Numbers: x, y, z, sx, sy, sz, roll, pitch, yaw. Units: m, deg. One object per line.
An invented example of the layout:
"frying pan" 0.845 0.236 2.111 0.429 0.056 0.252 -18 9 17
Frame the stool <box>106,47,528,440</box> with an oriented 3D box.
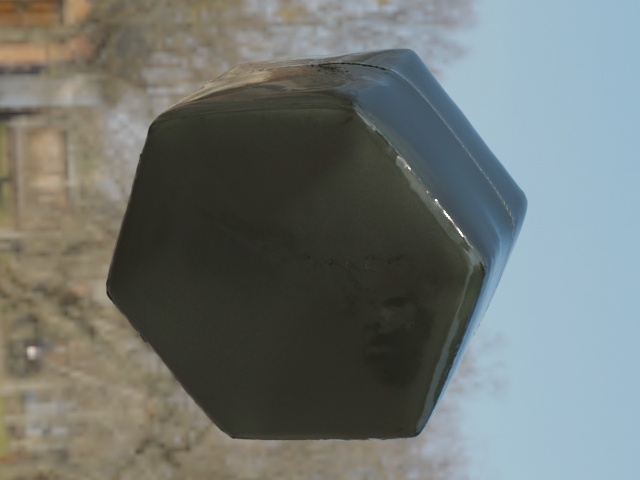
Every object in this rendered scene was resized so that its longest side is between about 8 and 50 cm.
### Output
"stool" 0.000 0.000 0.953 0.141 0.232 0.232 -51 147 -61
